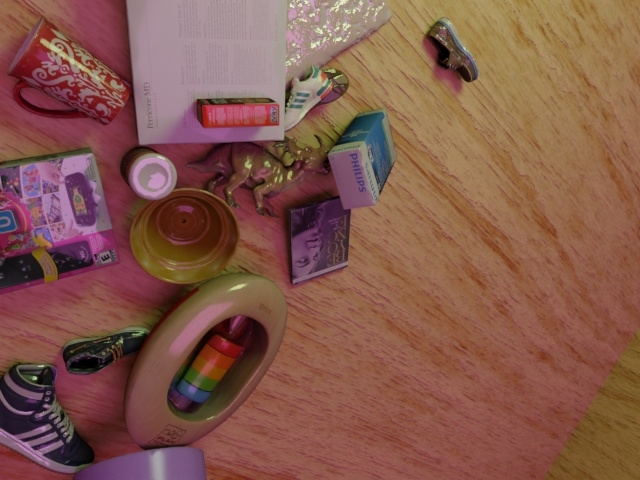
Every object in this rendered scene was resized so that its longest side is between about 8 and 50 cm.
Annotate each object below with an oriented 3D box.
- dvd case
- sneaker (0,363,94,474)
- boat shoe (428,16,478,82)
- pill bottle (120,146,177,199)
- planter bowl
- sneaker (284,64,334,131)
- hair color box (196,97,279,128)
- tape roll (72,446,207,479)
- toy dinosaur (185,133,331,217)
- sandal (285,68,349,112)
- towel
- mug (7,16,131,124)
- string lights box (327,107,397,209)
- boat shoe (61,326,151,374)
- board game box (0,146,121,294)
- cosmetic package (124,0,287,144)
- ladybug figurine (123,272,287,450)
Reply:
[{"bbox_3d":[0.000,0.000,1.261,0.164,0.018,0.222,-18,130,-24],"label":"dvd case"},{"bbox_3d":[-0.549,0.362,1.055,0.153,0.099,0.282,-48,120,-5],"label":"sneaker"},{"bbox_3d":[0.330,-0.466,1.301,0.066,0.066,0.183,-44,113,-4],"label":"boat shoe"},{"bbox_3d":[-0.331,-0.132,0.977,0.085,0.152,0.086,-10,111,-27],"label":"pill bottle"},{"bbox_3d":[-0.282,-0.024,1.069,0.216,0.090,0.217,-9,121,-15],"label":"planter bowl"},{"bbox_3d":[-0.050,-0.305,1.101,0.161,0.057,0.075,-43,112,2],"label":"sneaker"},{"bbox_3d":[-0.153,-0.237,0.952,0.141,0.072,0.043,-6,116,-21],"label":"hair color box"},{"bbox_3d":[-0.389,0.535,1.122,0.274,0.090,0.275,-12,149,-7],"label":"tape roll"},{"bbox_3d":[-0.136,-0.162,1.104,0.295,0.127,0.201,15,93,-22],"label":"toy dinosaur"},{"bbox_3d":[-0.021,-0.326,1.157,0.180,0.049,0.072,-34,116,1],"label":"sandal"},{"bbox_3d":[-0.029,-0.530,1.075,0.331,0.053,0.317,-37,121,-13],"label":"towel"},{"bbox_3d":[-0.443,-0.282,0.909,0.169,0.150,0.113,31,54,-38],"label":"mug"},{"bbox_3d":[0.103,-0.191,1.161,0.260,0.076,0.134,-59,138,-53],"label":"string lights box"},{"bbox_3d":[-0.441,0.237,1.082,0.183,0.083,0.065,-8,111,-28],"label":"boat shoe"},{"bbox_3d":[-0.544,-0.029,0.926,0.303,0.097,0.224,-16,114,-24],"label":"board game box"},{"bbox_3d":[-0.211,-0.377,0.961,0.284,0.097,0.378,-6,115,-22],"label":"cosmetic package"},{"bbox_3d":[-0.263,0.253,1.131,0.449,0.161,0.305,-51,134,-6],"label":"ladybug figurine"}]
